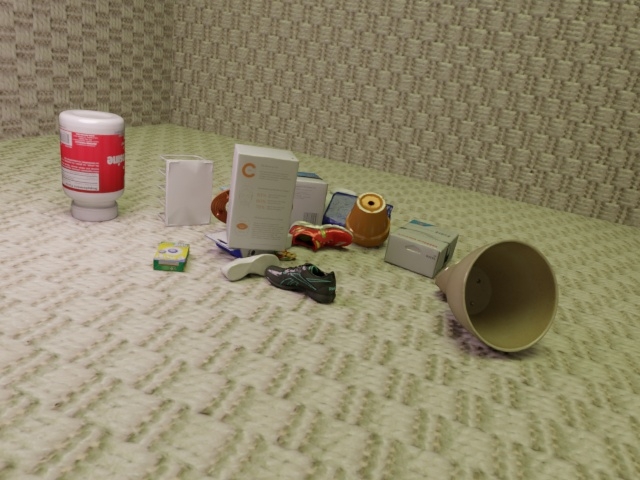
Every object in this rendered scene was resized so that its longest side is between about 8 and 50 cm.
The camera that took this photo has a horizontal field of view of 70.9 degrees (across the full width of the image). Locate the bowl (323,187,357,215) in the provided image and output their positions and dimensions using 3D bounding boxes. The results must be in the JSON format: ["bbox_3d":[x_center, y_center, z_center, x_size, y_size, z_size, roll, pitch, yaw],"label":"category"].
[{"bbox_3d":[0.111,-0.191,2.351,0.297,0.134,0.298,9,22,-3],"label":"bowl"}]

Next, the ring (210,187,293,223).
[{"bbox_3d":[-0.280,-0.126,1.849,0.336,0.337,0.032,3,63,-17],"label":"ring"}]

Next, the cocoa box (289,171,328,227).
[{"bbox_3d":[-0.172,-0.201,2.109,0.346,0.232,0.228,3,19,-18],"label":"cocoa box"}]

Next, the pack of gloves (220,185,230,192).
[{"bbox_3d":[-0.428,-0.273,2.449,0.231,0.046,0.195,4,23,-15],"label":"pack of gloves"}]

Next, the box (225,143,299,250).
[{"bbox_3d":[-0.220,-0.155,1.641,0.214,0.346,0.168,5,22,-17],"label":"box"}]

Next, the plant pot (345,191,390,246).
[{"bbox_3d":[0.216,-0.106,1.991,0.205,0.188,0.205,1,52,-1],"label":"plant pot"}]

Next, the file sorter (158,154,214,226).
[{"bbox_3d":[-0.587,-0.222,1.925,0.192,0.278,0.173,-6,24,-35],"label":"file sorter"}]

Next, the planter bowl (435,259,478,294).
[{"bbox_3d":[0.514,0.159,1.627,0.162,0.162,0.109,-4,52,-32],"label":"planter bowl"}]

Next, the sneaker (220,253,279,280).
[{"bbox_3d":[-0.249,0.083,1.578,0.212,0.080,0.094,-7,15,-35],"label":"sneaker"}]

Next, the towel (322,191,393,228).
[{"bbox_3d":[0.179,-0.112,2.162,0.308,0.076,0.228,17,53,12],"label":"towel"}]

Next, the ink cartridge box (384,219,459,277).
[{"bbox_3d":[0.439,0.027,1.936,0.223,0.129,0.307,20,23,25],"label":"ink cartridge box"}]

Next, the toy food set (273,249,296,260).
[{"bbox_3d":[-0.141,0.056,1.759,0.082,0.020,0.083,-8,28,-38],"label":"toy food set"}]

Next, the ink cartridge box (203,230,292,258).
[{"bbox_3d":[-0.280,0.005,1.770,0.165,0.065,0.332,26,25,34],"label":"ink cartridge box"}]

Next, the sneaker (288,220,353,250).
[{"bbox_3d":[0.000,0.000,1.899,0.278,0.107,0.118,6,39,-1],"label":"sneaker"}]

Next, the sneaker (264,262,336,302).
[{"bbox_3d":[-0.064,0.118,1.517,0.267,0.106,0.101,16,23,19],"label":"sneaker"}]

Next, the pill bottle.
[{"bbox_3d":[-0.900,-0.294,1.785,0.228,0.408,0.229,9,22,-3],"label":"pill bottle"}]

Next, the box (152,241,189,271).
[{"bbox_3d":[-0.519,0.050,1.579,0.105,0.043,0.179,5,20,-12],"label":"box"}]

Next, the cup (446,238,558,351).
[{"bbox_3d":[0.536,0.165,1.436,0.330,0.331,0.237,4,-3,-15],"label":"cup"}]
